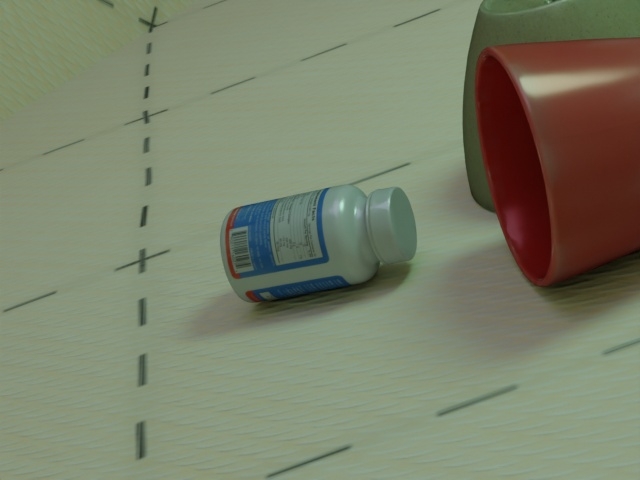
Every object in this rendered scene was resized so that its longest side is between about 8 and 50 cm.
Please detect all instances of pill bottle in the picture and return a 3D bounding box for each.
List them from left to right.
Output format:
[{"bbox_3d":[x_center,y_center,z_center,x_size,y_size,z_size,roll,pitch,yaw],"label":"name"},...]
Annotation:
[{"bbox_3d":[0.000,0.000,1.795,0.221,0.124,0.124,-10,25,22],"label":"pill bottle"}]

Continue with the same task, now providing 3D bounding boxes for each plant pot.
[{"bbox_3d":[0.322,-0.104,1.611,0.243,0.275,0.275,-12,22,-6],"label":"plant pot"}]

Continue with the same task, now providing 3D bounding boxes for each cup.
[{"bbox_3d":[0.313,-0.211,1.855,0.331,0.237,0.331,-18,23,8],"label":"cup"}]
